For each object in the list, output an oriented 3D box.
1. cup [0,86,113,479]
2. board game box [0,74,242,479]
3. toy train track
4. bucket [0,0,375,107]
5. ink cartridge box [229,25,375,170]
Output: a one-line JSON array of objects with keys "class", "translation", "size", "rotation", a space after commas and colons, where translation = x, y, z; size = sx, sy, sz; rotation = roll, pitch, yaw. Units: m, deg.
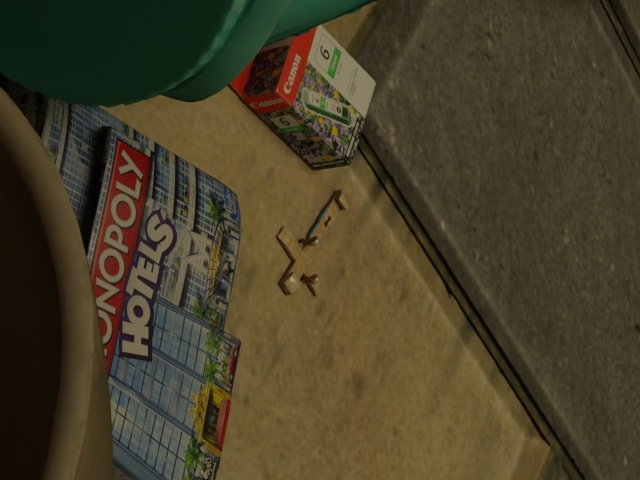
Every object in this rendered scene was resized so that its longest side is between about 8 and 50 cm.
[{"class": "cup", "translation": [-0.205, 0.116, 0.514], "size": [0.237, 0.331, 0.331], "rotation": [79, 27, -53]}, {"class": "board game box", "translation": [-0.119, 0.020, 0.805], "size": [0.194, 0.060, 0.194], "rotation": [32, 59, -46]}, {"class": "toy train track", "translation": [0.000, 0.000, 0.999], "size": [0.048, 0.014, 0.083], "rotation": [58, 43, -29]}, {"class": "bucket", "translation": [-0.069, -0.200, 0.748], "size": [0.183, 0.281, 0.281], "rotation": [-37, 113, -42]}, {"class": "ink cartridge box", "translation": [-0.016, -0.098, 0.982], "size": [0.115, 0.029, 0.062], "rotation": [43, 53, -40]}]
